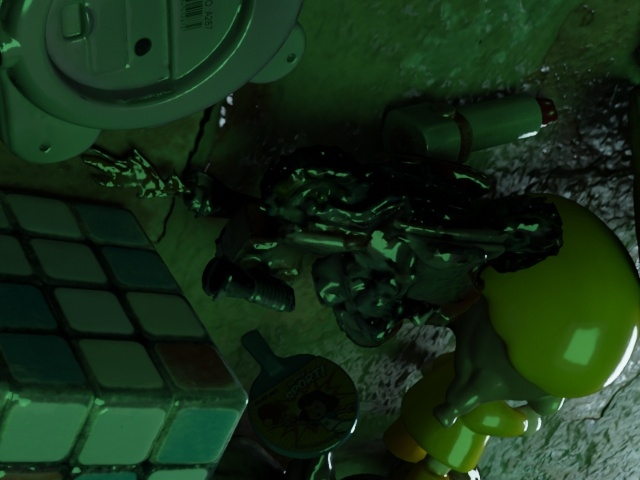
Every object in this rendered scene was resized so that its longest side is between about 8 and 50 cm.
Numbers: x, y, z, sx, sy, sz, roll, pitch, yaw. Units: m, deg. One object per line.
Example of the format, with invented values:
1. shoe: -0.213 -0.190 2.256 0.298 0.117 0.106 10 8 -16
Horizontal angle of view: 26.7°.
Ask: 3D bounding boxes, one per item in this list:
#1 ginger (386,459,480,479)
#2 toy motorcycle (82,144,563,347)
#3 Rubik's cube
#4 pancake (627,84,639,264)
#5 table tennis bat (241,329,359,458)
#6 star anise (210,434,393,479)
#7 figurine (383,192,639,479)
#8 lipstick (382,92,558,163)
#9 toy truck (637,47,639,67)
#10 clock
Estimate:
1. ginger: 0.139 0.301 1.535 0.333 0.080 0.166 39 59 -49
2. toy motorcycle: 0.000 0.000 1.122 0.401 0.134 0.207 12 138 -29
3. Rubik's cube: -0.249 0.128 1.006 0.259 0.256 0.253 7 121 -39
4. pancake: 0.327 -0.025 1.308 0.031 0.250 0.250 -4 140 19
5. table tennis bat: -0.026 0.138 1.240 0.100 0.155 0.019 -32 140 -11
6. star anise: -0.032 0.295 1.318 0.332 0.117 0.331 5 138 5
7. figurine: 0.176 0.118 1.318 0.187 0.215 0.343 10 121 -35
8. lipstick: 0.149 -0.107 1.224 0.186 0.063 0.057 -16 132 -32
9. toy truck: 0.381 -0.147 1.331 0.088 0.074 0.202 -40 137 9
10. clock: -0.126 -0.178 0.952 0.248 0.090 0.227 -18 134 -23
